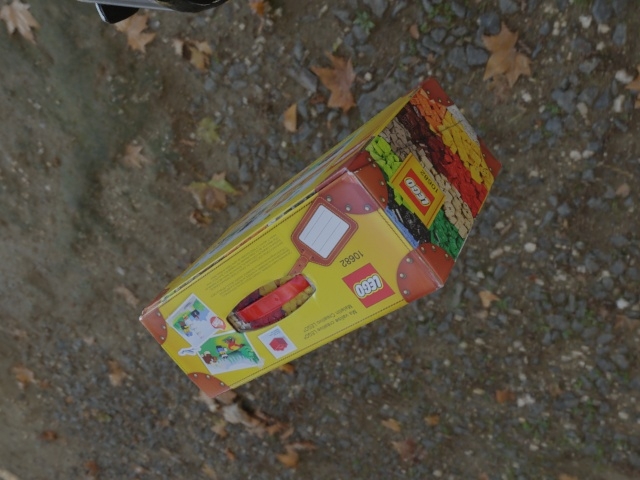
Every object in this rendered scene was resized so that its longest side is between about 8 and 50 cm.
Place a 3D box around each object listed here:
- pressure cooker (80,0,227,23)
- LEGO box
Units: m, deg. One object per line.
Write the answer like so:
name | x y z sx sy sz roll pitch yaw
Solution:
pressure cooker | -0.345 -0.585 1.142 0.420 0.370 0.375 15 179 29
LEGO box | 0.000 0.000 1.103 0.500 0.372 0.193 -32 102 39
